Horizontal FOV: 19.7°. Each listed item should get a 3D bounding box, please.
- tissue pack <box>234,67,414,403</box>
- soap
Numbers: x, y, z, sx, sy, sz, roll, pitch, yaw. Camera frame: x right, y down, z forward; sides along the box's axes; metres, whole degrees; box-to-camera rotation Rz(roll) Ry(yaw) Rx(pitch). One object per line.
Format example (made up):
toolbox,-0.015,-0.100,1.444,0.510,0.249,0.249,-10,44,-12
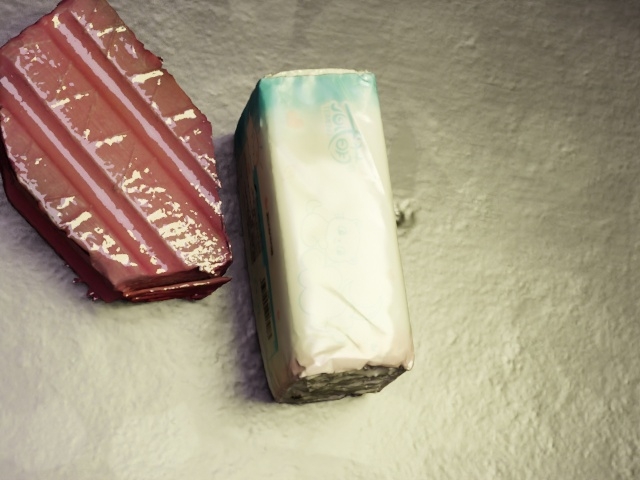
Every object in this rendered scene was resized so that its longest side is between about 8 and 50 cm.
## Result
tissue pack,0.000,0.000,1.633,0.124,0.201,0.271,-5,79,-7
soap,-0.184,-0.064,1.649,0.182,0.112,0.289,-42,89,-17
